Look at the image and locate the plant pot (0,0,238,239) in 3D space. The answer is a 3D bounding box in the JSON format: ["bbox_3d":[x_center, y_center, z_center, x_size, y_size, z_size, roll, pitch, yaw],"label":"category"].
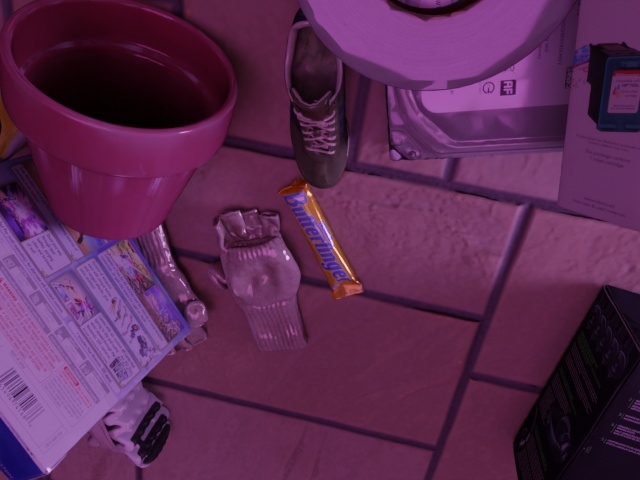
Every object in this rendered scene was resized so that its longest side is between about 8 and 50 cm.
[{"bbox_3d":[-0.198,-0.105,0.531,0.201,0.201,0.180,27,134,-4],"label":"plant pot"}]

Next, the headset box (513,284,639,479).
[{"bbox_3d":[0.392,0.211,0.603,0.246,0.131,0.283,16,118,3],"label":"headset box"}]

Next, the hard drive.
[{"bbox_3d":[0.222,-0.195,0.469,0.338,0.064,0.237,-1,117,10],"label":"hard drive"}]

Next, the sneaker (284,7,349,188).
[{"bbox_3d":[-0.007,-0.131,0.529,0.064,0.086,0.192,4,117,9],"label":"sneaker"}]

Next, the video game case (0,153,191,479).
[{"bbox_3d":[-0.285,0.054,0.557,0.061,0.244,0.270,-25,101,27],"label":"video game case"}]

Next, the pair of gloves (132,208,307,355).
[{"bbox_3d":[-0.140,0.060,0.678,0.239,0.042,0.204,-1,116,10],"label":"pair of gloves"}]

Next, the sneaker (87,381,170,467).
[{"bbox_3d":[-0.306,0.190,0.745,0.118,0.110,0.293,2,117,20],"label":"sneaker"}]

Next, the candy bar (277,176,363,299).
[{"bbox_3d":[0.000,0.000,0.634,0.040,0.018,0.162,-20,112,19],"label":"candy bar"}]

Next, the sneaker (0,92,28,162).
[{"bbox_3d":[-0.469,-0.134,0.581,0.384,0.147,0.145,-8,117,15],"label":"sneaker"}]

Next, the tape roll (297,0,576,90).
[{"bbox_3d":[0.085,-0.227,0.397,0.218,0.072,0.220,4,118,7],"label":"tape roll"}]

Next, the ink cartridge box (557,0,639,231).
[{"bbox_3d":[0.250,-0.136,0.377,0.134,0.078,0.231,-19,119,-27],"label":"ink cartridge box"}]
